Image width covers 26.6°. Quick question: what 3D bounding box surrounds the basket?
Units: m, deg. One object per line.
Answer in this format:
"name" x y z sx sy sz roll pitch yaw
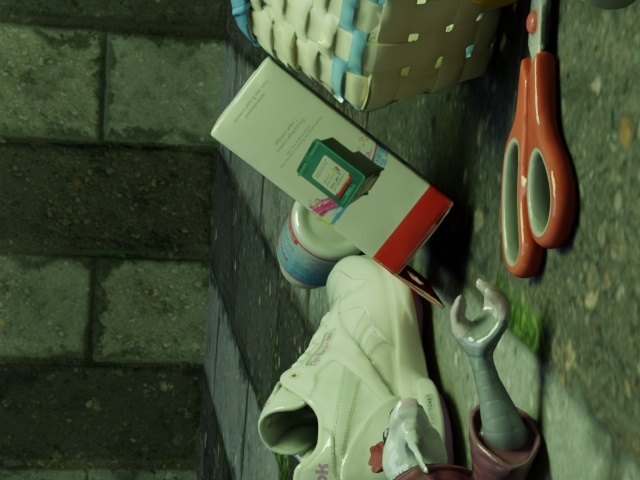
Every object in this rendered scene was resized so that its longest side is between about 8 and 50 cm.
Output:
"basket" 0.019 -0.250 1.013 0.289 0.201 0.254 48 145 28

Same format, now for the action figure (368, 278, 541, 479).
"action figure" 0.089 0.213 0.857 0.275 0.248 0.370 52 -168 -11

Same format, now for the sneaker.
"sneaker" 0.019 0.108 1.153 0.305 0.152 0.114 -102 11 -57

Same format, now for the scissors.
"scissors" 0.140 -0.125 0.905 0.109 0.021 0.297 133 137 -77

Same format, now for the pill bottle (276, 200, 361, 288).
"pill bottle" 0.000 0.000 1.456 0.160 0.087 0.087 121 149 -69

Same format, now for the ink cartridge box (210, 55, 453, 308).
"ink cartridge box" 0.025 -0.050 1.106 0.078 0.231 0.134 -52 7 6

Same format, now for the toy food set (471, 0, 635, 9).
"toy food set" 0.144 -0.206 0.615 0.232 0.111 0.104 -57 -6 -31
